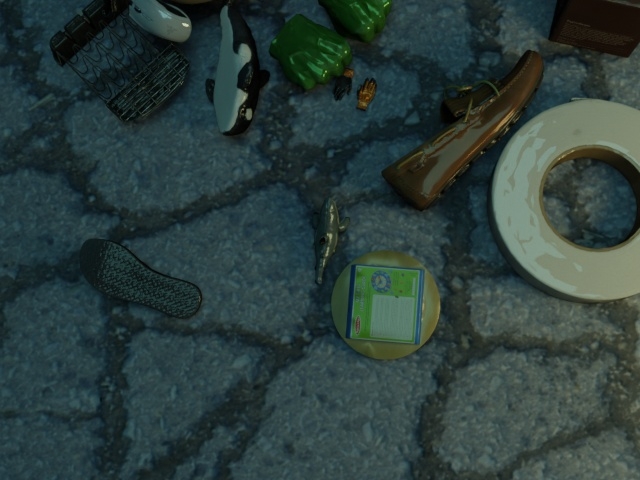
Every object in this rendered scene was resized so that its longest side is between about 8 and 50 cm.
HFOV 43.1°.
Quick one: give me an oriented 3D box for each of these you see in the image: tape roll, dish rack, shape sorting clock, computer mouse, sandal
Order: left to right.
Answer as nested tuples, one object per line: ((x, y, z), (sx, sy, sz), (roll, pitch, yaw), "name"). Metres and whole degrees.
((-0.403, -0.373, 1.651), (0.208, 0.074, 0.271), (-44, 81, -4), "dish rack")
((-0.352, 0.081, 1.569), (0.254, 0.054, 0.097), (28, 89, -1), "sandal")
((-0.343, -0.449, 1.584), (0.193, 0.042, 0.106), (28, 121, 4), "computer mouse")
((0.122, 0.121, 1.532), (0.206, 0.040, 0.206), (-1, 82, 4), "shape sorting clock")
((0.512, -0.076, 1.535), (0.392, 0.072, 0.392), (-1, 78, 4), "tape roll")

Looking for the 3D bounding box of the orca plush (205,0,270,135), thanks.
((-0.157, -0.345, 1.640), (0.151, 0.102, 0.287), (-33, 60, 42), "orca plush")

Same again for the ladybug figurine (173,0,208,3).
((-0.202, -0.672, 1.640), (0.305, 0.162, 0.449), (30, 87, 12), "ladybug figurine")

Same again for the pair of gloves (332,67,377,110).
((0.070, -0.307, 1.638), (0.083, 0.010, 0.074), (23, 81, 8), "pair of gloves")

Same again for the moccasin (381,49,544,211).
((0.276, -0.230, 1.556), (0.380, 0.139, 0.147), (-45, 88, 4), "moccasin")

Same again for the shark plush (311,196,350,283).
((0.000, 0.000, 1.550), (0.073, 0.067, 0.161), (21, 80, 7), "shark plush")

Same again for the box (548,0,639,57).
((0.554, -0.479, 1.548), (0.167, 0.203, 0.169), (15, 80, 6), "box")

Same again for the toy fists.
((0.033, -0.422, 1.624), (0.142, 0.096, 0.279), (40, 85, 20), "toy fists")
